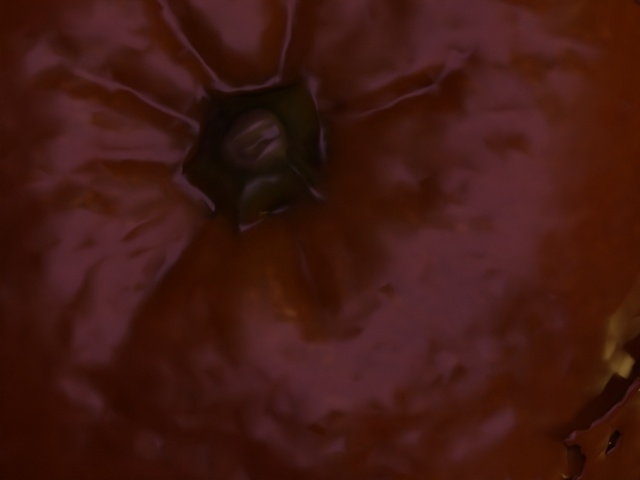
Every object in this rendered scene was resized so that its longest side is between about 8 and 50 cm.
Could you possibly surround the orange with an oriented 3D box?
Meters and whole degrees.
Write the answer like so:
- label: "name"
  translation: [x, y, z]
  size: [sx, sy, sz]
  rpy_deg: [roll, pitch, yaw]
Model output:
- label: "orange"
  translation: [0.000, 0.000, 0.459]
  size: [0.284, 0.226, 0.284]
  rpy_deg: [-3, 74, 11]
